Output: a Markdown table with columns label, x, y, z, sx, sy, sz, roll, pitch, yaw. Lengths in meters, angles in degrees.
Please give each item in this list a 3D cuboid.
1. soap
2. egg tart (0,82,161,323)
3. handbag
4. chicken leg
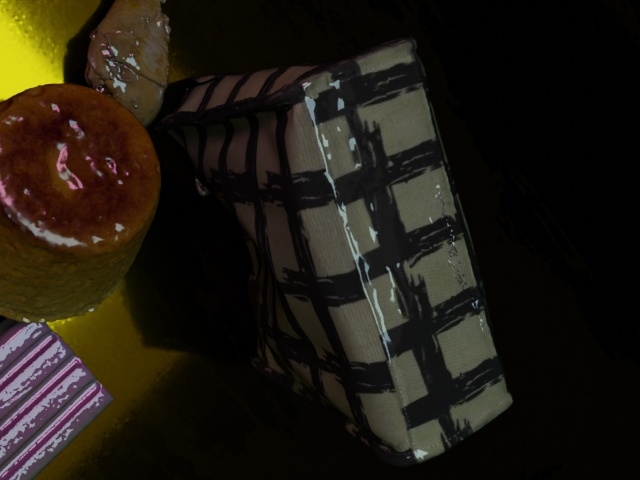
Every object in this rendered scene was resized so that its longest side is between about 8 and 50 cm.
| label | x | y | z | sx | sy | sz | roll | pitch | yaw |
| --- | --- | --- | --- | --- | --- | --- | --- | --- | --- |
| soap | -0.300 | 0.168 | 0.935 | 0.203 | 0.065 | 0.122 | -44 | 111 | -19 |
| egg tart | -0.231 | -0.040 | 0.883 | 0.202 | 0.147 | 0.203 | 8 | 71 | -25 |
| handbag | 0.000 | 0.000 | 0.939 | 0.162 | 0.327 | 0.325 | -24 | 106 | -26 |
| chicken leg | -0.173 | -0.202 | 0.977 | 0.084 | 0.069 | 0.198 | 12 | 81 | -31 |
